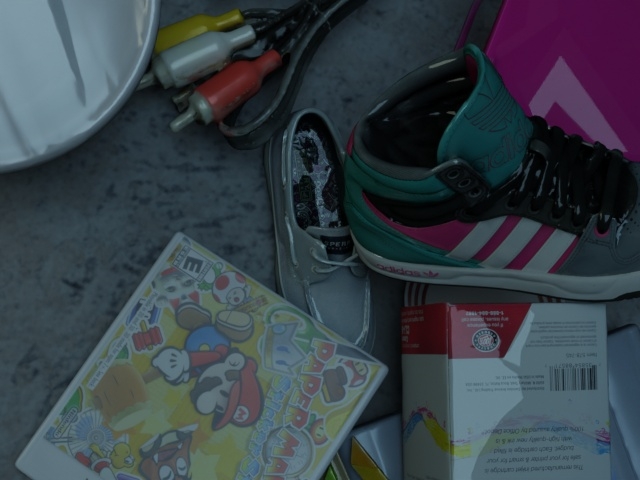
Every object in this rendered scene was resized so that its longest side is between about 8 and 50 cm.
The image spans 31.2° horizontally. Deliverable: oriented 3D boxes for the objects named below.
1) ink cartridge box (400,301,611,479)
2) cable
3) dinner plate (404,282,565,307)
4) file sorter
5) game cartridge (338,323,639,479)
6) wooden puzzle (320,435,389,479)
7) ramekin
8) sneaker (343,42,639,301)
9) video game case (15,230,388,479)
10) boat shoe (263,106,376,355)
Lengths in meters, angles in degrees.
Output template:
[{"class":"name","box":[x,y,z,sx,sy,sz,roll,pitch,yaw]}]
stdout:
[{"class":"ink cartridge box","box":[0.138,0.137,0.878,0.128,0.127,0.176,1,85,-13]},{"class":"cable","box":[-0.025,-0.183,0.959,0.287,0.072,0.139,-37,59,-5]},{"class":"dinner plate","box":[0.141,0.058,0.991,0.141,0.017,0.141,3,59,-4]},{"class":"file sorter","box":[0.259,-0.118,0.982,0.290,0.182,0.202,24,77,-7]},{"class":"game cartridge","box":[0.176,0.208,0.974,0.297,0.062,0.198,-18,81,-16]},{"class":"wooden puzzle","box":[-0.010,0.195,0.922,0.116,0.014,0.079,-31,82,9]},{"class":"ramekin","box":[-0.259,-0.178,0.881,0.272,0.127,0.273,0,88,-8]},{"class":"sneaker","box":[0.146,-0.055,0.806,0.295,0.178,0.124,-1,54,19]},{"class":"video game case","box":[-0.092,0.139,0.905,0.206,0.026,0.227,33,78,6]},{"class":"boat shoe","box":[0.001,-0.001,0.952,0.079,0.081,0.228,-10,83,-15]}]
